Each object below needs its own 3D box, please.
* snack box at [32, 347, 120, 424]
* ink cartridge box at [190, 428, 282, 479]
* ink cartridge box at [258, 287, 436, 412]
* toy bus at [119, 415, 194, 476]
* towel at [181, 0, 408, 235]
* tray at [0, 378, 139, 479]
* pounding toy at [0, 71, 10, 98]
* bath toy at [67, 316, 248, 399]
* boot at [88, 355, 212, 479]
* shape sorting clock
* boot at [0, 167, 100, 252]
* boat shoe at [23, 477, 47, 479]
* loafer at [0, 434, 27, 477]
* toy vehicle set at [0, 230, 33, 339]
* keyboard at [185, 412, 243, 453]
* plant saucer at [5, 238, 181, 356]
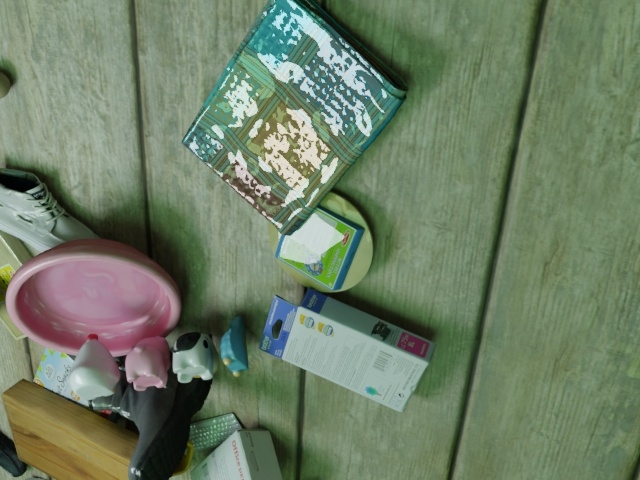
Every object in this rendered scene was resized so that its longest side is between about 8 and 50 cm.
[{"bbox_3d":[-0.531,0.322,1.887,0.207,0.070,0.174,39,127,12],"label":"snack box"},{"bbox_3d":[-0.183,0.528,1.852,0.093,0.154,0.212,9,137,-38],"label":"ink cartridge box"},{"bbox_3d":[0.046,0.202,1.614,0.311,0.065,0.185,22,138,3],"label":"ink cartridge box"},{"bbox_3d":[-0.363,0.437,1.892,0.191,0.104,0.202,-27,73,50],"label":"toy bus"},{"bbox_3d":[-0.055,-0.204,1.411,0.271,0.040,0.370,42,126,1],"label":"towel"},{"bbox_3d":[-0.521,0.469,1.864,0.411,0.076,0.202,18,126,28],"label":"tray"},{"bbox_3d":[-0.701,-0.331,1.540,0.183,0.110,0.237,-20,112,29],"label":"pounding toy"},{"bbox_3d":[-0.321,0.228,1.670,0.348,0.129,0.151,-8,149,-1],"label":"bath toy"},{"bbox_3d":[-0.372,0.351,1.712,0.223,0.338,0.118,7,123,12],"label":"boot"},{"bbox_3d":[0.000,0.000,1.534,0.206,0.040,0.206,12,117,24],"label":"shape sorting clock"},{"bbox_3d":[-0.548,-0.054,1.664,0.258,0.095,0.123,20,132,8],"label":"boot"},{"bbox_3d":[-0.683,0.693,2.192,0.219,0.078,0.070,28,125,0],"label":"boat shoe"},{"bbox_3d":[-0.837,0.523,2.141,0.076,0.078,0.223,-27,109,32],"label":"loafer"},{"bbox_3d":[-0.676,0.086,1.836,0.166,0.035,0.267,-19,113,29],"label":"toy vehicle set"},{"bbox_3d":[-0.282,0.447,1.933,0.256,0.014,0.072,-20,112,29],"label":"keyboard"},{"bbox_3d":[-0.442,0.108,1.675,0.332,0.084,0.332,-3,138,-3],"label":"plant saucer"}]
